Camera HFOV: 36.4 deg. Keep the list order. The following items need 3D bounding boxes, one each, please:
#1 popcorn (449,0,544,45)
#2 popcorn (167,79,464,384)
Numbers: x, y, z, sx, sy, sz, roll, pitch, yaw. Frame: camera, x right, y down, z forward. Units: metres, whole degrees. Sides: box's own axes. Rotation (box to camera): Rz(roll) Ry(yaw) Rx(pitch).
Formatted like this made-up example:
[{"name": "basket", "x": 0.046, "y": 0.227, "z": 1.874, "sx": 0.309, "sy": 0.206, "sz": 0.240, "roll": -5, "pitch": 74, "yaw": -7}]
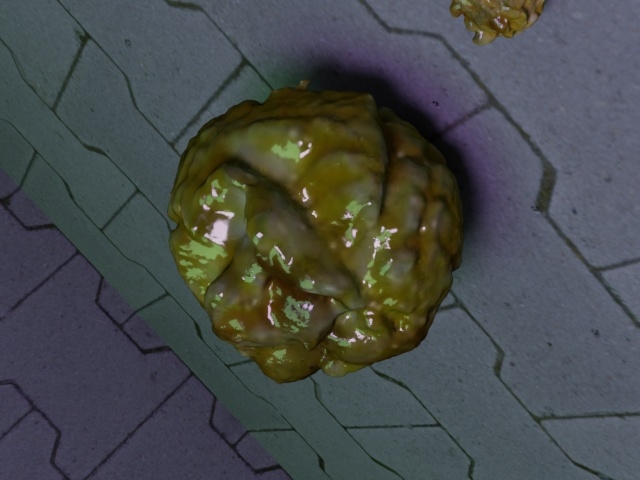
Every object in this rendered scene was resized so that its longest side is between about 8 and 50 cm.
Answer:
[{"name": "popcorn", "x": 0.121, "y": -0.183, "z": 0.698, "sx": 0.082, "sy": 0.057, "sz": 0.083, "roll": 51, "pitch": 158, "yaw": -10}, {"name": "popcorn", "x": 0.005, "y": -0.009, "z": 0.914, "sx": 0.282, "sy": 0.282, "sz": 0.247, "roll": 95, "pitch": 170, "yaw": -60}]
